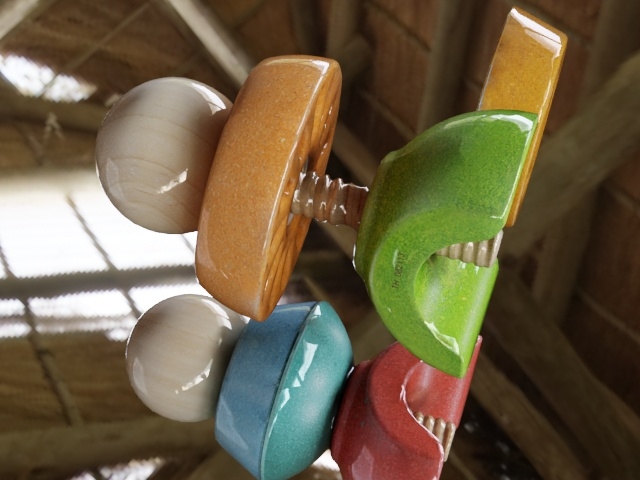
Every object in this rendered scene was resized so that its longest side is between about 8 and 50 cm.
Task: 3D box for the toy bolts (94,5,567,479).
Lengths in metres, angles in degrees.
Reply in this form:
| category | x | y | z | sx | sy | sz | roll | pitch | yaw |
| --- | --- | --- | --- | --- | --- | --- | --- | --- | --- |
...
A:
| category | x | y | z | sx | sy | sz | roll | pitch | yaw |
| --- | --- | --- | --- | --- | --- | --- | --- | --- | --- |
| toy bolts | 0.000 | 0.000 | 0.575 | 0.158 | 0.229 | 0.218 | 16 | -143 | 9 |
